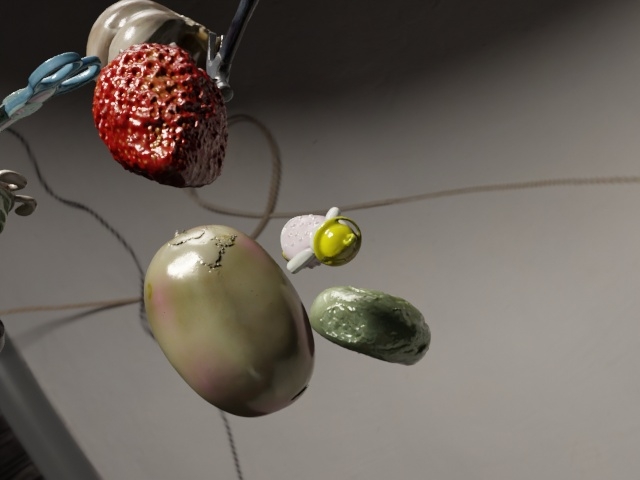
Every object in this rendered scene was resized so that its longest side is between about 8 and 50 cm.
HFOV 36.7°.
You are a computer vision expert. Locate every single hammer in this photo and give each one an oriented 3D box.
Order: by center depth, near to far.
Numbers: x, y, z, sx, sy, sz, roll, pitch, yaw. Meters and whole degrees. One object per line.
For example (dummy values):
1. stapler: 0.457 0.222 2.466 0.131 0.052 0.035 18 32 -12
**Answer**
1. hammer: -0.122 -0.379 1.565 0.037 0.137 0.290 11 125 -26

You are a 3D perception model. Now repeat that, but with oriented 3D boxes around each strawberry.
1. strawberry: -0.142 -0.100 0.866 0.131 0.131 0.148 -18 57 25

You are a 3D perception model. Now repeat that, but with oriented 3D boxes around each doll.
1. doll: 0.000 0.000 1.469 0.081 0.129 0.207 45 161 -19

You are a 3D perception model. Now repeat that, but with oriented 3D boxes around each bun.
1. bun: 0.089 0.137 1.662 0.221 0.221 0.108 22 93 16

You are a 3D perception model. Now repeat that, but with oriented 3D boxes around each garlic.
1. garlic: -0.351 -0.367 1.975 0.210 0.292 0.237 36 161 49

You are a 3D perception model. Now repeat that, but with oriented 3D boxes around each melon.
1. melon: -0.138 0.120 1.474 0.223 0.223 0.317 -29 94 25

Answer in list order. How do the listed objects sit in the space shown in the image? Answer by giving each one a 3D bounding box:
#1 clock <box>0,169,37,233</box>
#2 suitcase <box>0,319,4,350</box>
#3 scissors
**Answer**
1. clock: -0.435 -0.042 1.134 0.190 0.151 0.062 -5 69 -7
2. suitcase: -0.481 0.107 0.950 0.206 0.285 0.066 40 132 12
3. scissors: -0.447 -0.208 1.459 0.256 0.125 0.030 -29 87 19
